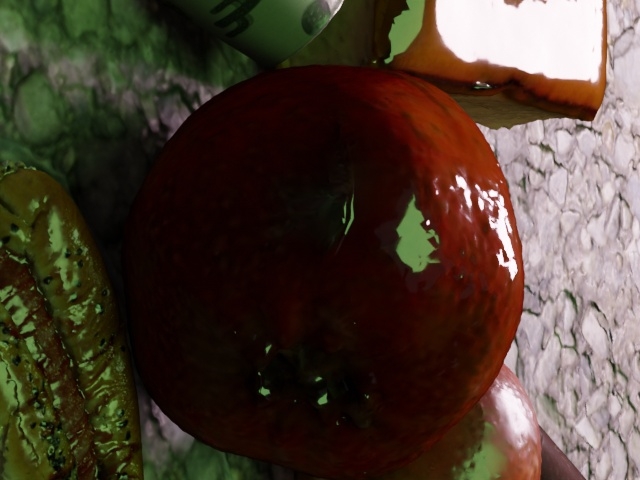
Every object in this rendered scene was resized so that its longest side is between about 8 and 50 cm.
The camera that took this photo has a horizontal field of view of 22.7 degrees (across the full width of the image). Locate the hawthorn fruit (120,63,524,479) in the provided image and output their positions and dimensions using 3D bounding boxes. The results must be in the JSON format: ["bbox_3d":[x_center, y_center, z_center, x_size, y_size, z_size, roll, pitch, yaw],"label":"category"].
[{"bbox_3d":[0.000,0.000,1.048,0.265,0.265,0.307,53,21,-33],"label":"hawthorn fruit"}]

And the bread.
[{"bbox_3d":[0.097,-0.261,1.264,0.323,0.143,0.333,-2,88,-51],"label":"bread"}]

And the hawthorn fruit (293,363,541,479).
[{"bbox_3d":[0.089,0.175,1.184,0.225,0.196,0.196,48,52,-44],"label":"hawthorn fruit"}]

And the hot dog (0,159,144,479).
[{"bbox_3d":[-0.172,0.084,0.964,0.144,0.075,0.268,-28,107,-48],"label":"hot dog"}]

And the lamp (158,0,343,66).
[{"bbox_3d":[-0.081,-0.218,1.070,0.215,0.121,0.121,46,53,-24],"label":"lamp"}]

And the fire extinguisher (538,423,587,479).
[{"bbox_3d":[0.202,0.239,1.399,0.268,0.072,0.089,48,58,-37],"label":"fire extinguisher"}]
